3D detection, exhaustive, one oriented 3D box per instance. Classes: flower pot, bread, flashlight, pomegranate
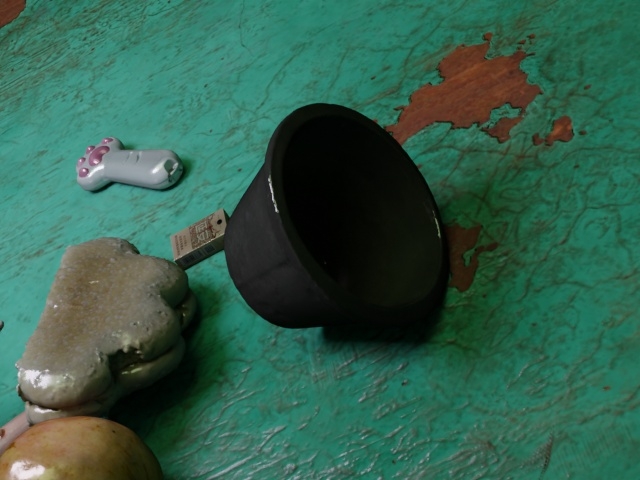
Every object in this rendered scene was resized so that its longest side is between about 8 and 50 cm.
[{"bbox_3d":[0.000,0.000,1.473,0.166,0.269,0.269,-34,33,39],"label":"flower pot"},{"bbox_3d":[-0.250,0.101,1.594,0.183,0.102,0.337,-10,29,9],"label":"bread"},{"bbox_3d":[-0.280,-0.109,1.907,0.200,0.047,0.093,8,55,41],"label":"flashlight"},{"bbox_3d":[-0.259,0.275,1.401,0.191,0.191,0.191,-20,41,19],"label":"pomegranate"}]

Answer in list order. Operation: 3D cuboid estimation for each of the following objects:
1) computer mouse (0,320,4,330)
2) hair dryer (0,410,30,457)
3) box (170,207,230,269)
[{"bbox_3d":[-0.534,0.209,1.555,0.379,0.167,0.090,-37,5,-11],"label":"computer mouse"},{"bbox_3d":[-0.398,0.248,1.554,0.344,0.189,0.106,-38,43,-27],"label":"hair dryer"},{"bbox_3d":[-0.155,-0.002,1.727,0.083,0.024,0.053,-30,39,10],"label":"box"}]
